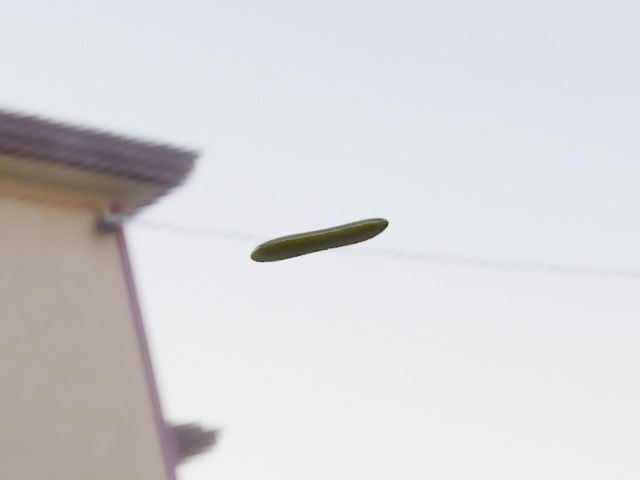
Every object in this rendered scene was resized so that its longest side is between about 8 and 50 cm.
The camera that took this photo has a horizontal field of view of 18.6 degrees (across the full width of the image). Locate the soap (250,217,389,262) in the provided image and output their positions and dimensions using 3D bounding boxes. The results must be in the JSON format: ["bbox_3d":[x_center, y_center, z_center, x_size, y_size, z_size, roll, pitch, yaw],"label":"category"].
[{"bbox_3d":[0.000,0.000,1.200,0.089,0.012,0.034,-13,-14,-13],"label":"soap"}]
